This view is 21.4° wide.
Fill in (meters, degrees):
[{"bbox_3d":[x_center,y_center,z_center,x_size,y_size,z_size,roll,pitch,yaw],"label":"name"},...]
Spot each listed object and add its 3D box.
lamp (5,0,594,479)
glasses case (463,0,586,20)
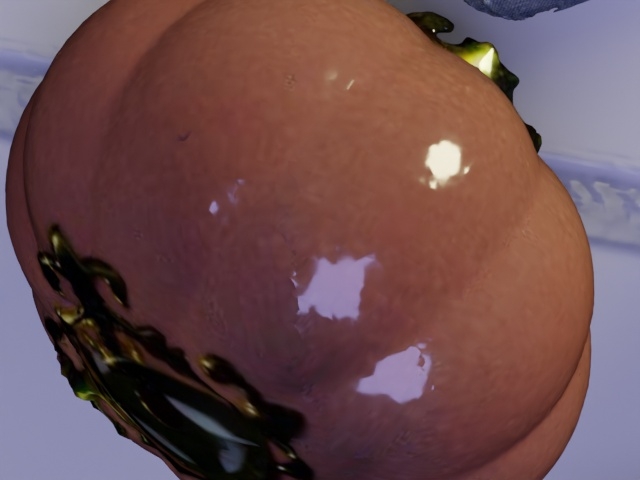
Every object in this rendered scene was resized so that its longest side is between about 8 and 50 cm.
[{"bbox_3d":[0.000,0.000,0.803,0.305,0.239,0.305,34,154,19],"label":"lamp"},{"bbox_3d":[0.178,-0.193,0.792,0.282,0.067,0.109,-21,111,15],"label":"glasses case"}]
